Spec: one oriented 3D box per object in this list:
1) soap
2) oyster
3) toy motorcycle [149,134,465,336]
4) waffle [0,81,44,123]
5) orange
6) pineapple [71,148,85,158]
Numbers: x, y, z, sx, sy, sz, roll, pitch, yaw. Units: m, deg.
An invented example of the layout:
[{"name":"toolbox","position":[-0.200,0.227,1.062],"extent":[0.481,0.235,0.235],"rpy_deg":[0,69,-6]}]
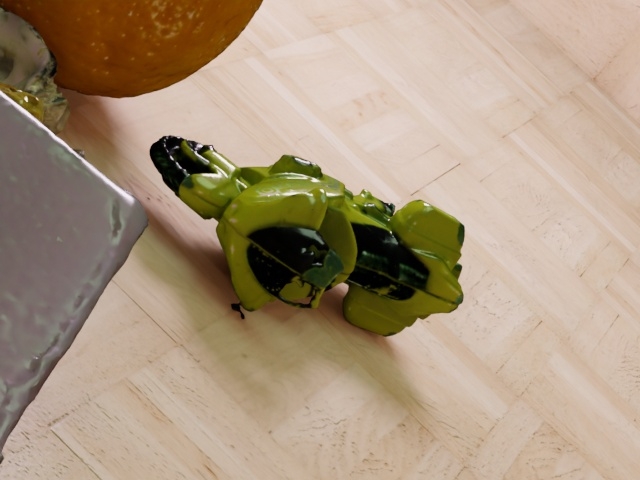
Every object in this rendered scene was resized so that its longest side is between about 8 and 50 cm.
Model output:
[{"name":"soap","position":[-0.285,-0.007,1.252],"extent":[0.296,0.107,0.285],"rpy_deg":[41,40,-8]},{"name":"oyster","position":[-0.293,-0.122,1.659],"extent":[0.163,0.081,0.191],"rpy_deg":[13,43,-9]},{"name":"toy motorcycle","position":[0.001,-0.002,1.833],"extent":[0.342,0.142,0.206],"rpy_deg":[19,31,-43]},{"name":"waffle","position":[-0.310,-0.114,1.525],"extent":[0.191,0.038,0.191],"rpy_deg":[11,7,-1]},{"name":"orange","position":[-0.206,-0.289,1.824],"extent":[0.340,0.293,0.340],"rpy_deg":[23,17,-7]},{"name":"pineapple","position":[-0.222,-0.021,1.462],"extent":[0.161,0.137,0.176],"rpy_deg":[28,24,-33]}]
